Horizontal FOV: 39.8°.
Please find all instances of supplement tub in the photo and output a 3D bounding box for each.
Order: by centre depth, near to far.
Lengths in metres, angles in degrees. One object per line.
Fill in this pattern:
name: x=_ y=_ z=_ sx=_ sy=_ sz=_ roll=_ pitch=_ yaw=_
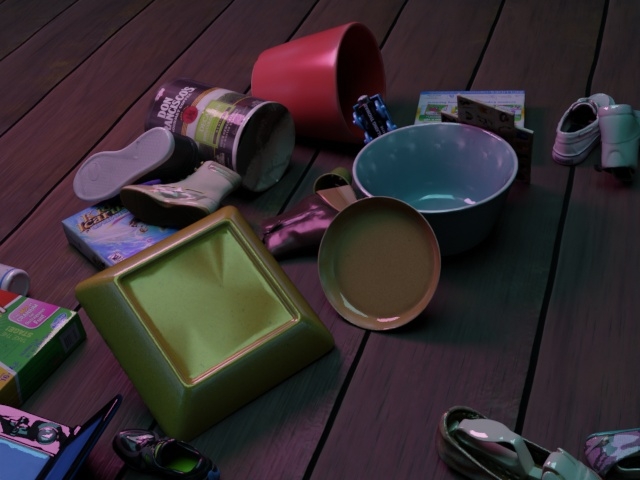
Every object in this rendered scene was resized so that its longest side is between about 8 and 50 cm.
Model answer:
supplement tub: x=-0.634 y=0.081 z=1.744 sx=0.107 sy=0.071 sz=0.071 roll=12 pitch=42 yaw=25

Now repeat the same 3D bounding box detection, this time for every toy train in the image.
toy train: x=0.134 y=-0.233 z=1.928 sx=0.080 sy=0.184 sz=0.105 roll=-26 pitch=7 yaw=15

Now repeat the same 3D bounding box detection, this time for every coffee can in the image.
coffee can: x=-0.223 y=-0.239 z=1.973 sx=0.275 sy=0.201 sz=0.201 roll=20 pitch=45 yaw=31

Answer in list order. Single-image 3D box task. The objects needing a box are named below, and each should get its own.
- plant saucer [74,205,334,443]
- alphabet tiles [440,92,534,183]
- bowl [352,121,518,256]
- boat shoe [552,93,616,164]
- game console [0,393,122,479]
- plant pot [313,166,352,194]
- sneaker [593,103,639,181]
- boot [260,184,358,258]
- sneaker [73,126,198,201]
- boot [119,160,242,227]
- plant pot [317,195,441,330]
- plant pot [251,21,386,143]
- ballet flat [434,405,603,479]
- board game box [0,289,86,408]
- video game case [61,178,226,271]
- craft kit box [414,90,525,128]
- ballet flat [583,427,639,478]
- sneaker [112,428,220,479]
plant saucer: x=-0.188 y=0.113 z=1.483 sx=0.333 sy=0.081 sz=0.333 roll=-30 pitch=71 yaw=-25
alphabet tiles: x=0.334 y=-0.208 z=1.785 sx=0.198 sy=0.237 sz=0.009 roll=24 pitch=70 yaw=21
bowl: x=0.223 y=-0.084 z=1.717 sx=0.312 sy=0.163 sz=0.311 roll=-5 pitch=38 yaw=4
boat shoe: x=0.582 y=-0.269 z=1.950 sx=0.096 sy=0.088 sz=0.267 roll=21 pitch=46 yaw=33
game console: x=-0.457 y=0.337 z=1.283 sx=0.250 sy=0.173 sz=0.293 roll=17 pitch=41 yaw=10
plant pot: x=0.035 y=-0.118 z=1.877 sx=0.083 sy=0.083 sz=0.079 roll=3 pitch=26 yaw=15
sneaker: x=0.632 y=-0.198 z=1.857 sx=0.094 sy=0.151 sz=0.256 roll=0 pitch=2 yaw=31
boot: x=0.000 y=0.000 z=1.741 sx=0.207 sy=0.090 sz=0.248 roll=-24 pitch=40 yaw=-1
sneaker: x=-0.384 y=-0.148 z=1.886 sx=0.296 sy=0.104 sz=0.147 roll=-22 pitch=-14 yaw=28
boot: x=-0.285 y=-0.103 z=1.813 sx=0.213 sy=0.077 sz=0.165 roll=11 pitch=40 yaw=20
plant pot: x=0.106 y=0.040 z=1.568 sx=0.236 sy=0.236 sz=0.032 roll=14 pitch=5 yaw=27
plant pot: x=-0.009 y=-0.358 z=2.059 sx=0.243 sy=0.275 sz=0.275 roll=1 pitch=37 yaw=29
ballet flat: x=0.291 y=0.321 z=1.224 sx=0.316 sy=0.106 sz=0.107 roll=21 pitch=46 yaw=32
board game box: x=-0.626 y=0.192 z=1.602 sx=0.317 sy=0.064 sz=0.242 roll=12 pitch=42 yaw=25
video game case: x=-0.362 y=-0.032 z=1.847 sx=0.269 sy=0.061 sz=0.244 roll=-32 pitch=42 yaw=-27
craft kit box: x=0.340 y=-0.260 z=2.016 sx=0.250 sy=0.061 sz=0.246 roll=2 pitch=36 yaw=13
ballet flat: x=0.490 y=0.294 z=1.261 sx=0.222 sy=0.077 sz=0.079 roll=-14 pitch=56 yaw=0
sneaker: x=-0.237 y=0.322 z=1.345 sx=0.188 sy=0.078 sz=0.067 roll=14 pitch=51 yaw=28
